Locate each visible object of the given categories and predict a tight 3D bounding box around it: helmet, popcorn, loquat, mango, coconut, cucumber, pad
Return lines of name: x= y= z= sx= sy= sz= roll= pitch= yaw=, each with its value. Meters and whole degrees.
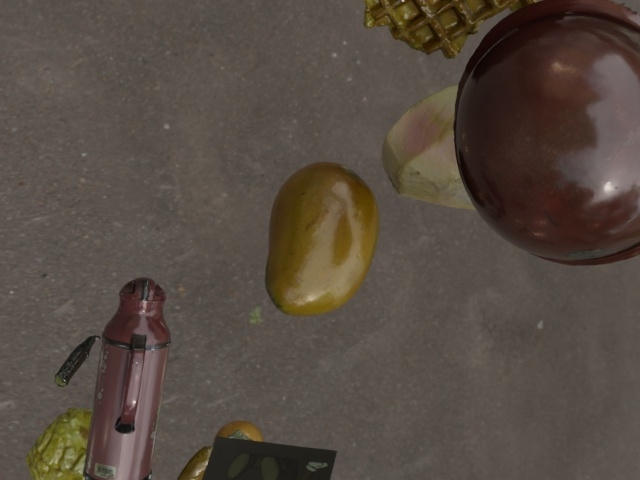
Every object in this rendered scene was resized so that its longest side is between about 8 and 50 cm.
helmet: x=0.305 y=-0.138 z=0.883 sx=0.230 sy=0.337 sz=0.385 roll=-17 pitch=85 yaw=-59
popcorn: x=-0.552 y=0.525 z=1.638 sx=0.251 sy=0.237 sz=0.206 roll=34 pitch=49 yaw=2
loquat: x=-0.212 y=0.537 z=1.791 sx=0.141 sy=0.141 sz=0.141 roll=8 pitch=78 yaw=-46
mango: x=0.000 y=0.000 z=1.298 sx=0.211 sy=0.173 sz=0.318 roll=20 pitch=65 yaw=-7
coconut: x=0.241 y=-0.175 z=1.295 sx=0.259 sy=0.259 sz=0.260 roll=8 pitch=78 yaw=-46
cucumber: x=-0.554 y=0.267 z=1.592 sx=0.163 sy=0.038 sz=0.043 roll=-64 pitch=160 yaw=-48
pad: x=-0.077 y=0.318 z=0.876 sx=0.004 sy=0.190 sz=0.127 roll=55 pitch=42 yaw=-44

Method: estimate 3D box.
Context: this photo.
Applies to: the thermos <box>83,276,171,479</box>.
thermos: x=-0.309 y=0.223 z=1.104 sx=0.136 sy=0.109 sz=0.331 roll=-11 pitch=111 yaw=-75

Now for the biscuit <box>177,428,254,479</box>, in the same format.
biscuit: x=-0.199 y=0.454 z=1.301 sx=0.078 sy=0.329 sz=0.335 roll=37 pitch=28 yaw=12

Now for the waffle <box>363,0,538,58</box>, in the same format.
waffle: x=0.200 y=-0.398 z=0.990 sx=0.058 sy=0.300 sz=0.282 roll=-80 pitch=160 yaw=-55
